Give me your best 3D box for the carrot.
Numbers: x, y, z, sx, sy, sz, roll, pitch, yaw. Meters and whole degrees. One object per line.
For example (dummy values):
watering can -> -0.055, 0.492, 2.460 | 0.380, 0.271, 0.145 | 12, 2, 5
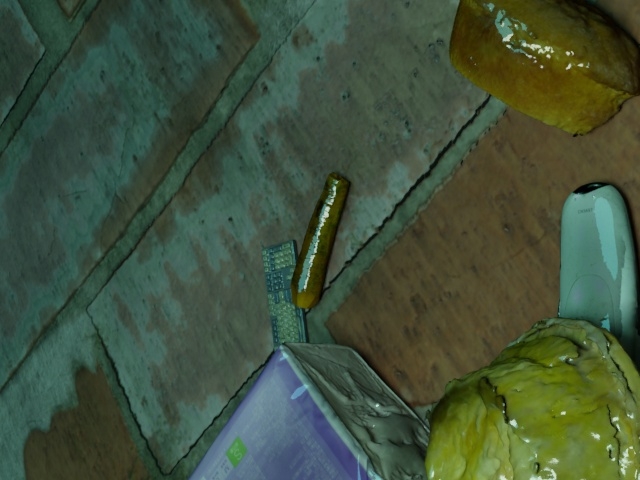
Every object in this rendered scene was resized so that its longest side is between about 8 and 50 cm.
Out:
carrot -> 0.000, 0.000, 1.832 | 0.042, 0.042, 0.171 | 25, 101, 42

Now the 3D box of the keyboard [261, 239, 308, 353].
keyboard -> -0.042, 0.090, 1.881 | 0.055, 0.014, 0.176 | -17, 74, 38

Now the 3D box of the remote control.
remote control -> 0.286, 0.065, 1.551 | 0.097, 0.045, 0.256 | -12, 75, 42

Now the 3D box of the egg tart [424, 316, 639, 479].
egg tart -> 0.200, 0.241, 1.487 | 0.345, 0.132, 0.345 | -177, 90, -67

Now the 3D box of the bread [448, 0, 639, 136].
bread -> 0.213, -0.217, 1.589 | 0.260, 0.134, 0.129 | 46, 117, 36

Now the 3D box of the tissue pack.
tissue pack -> -0.021, 0.312, 1.736 | 0.242, 0.160, 0.338 | 51, 118, 33
